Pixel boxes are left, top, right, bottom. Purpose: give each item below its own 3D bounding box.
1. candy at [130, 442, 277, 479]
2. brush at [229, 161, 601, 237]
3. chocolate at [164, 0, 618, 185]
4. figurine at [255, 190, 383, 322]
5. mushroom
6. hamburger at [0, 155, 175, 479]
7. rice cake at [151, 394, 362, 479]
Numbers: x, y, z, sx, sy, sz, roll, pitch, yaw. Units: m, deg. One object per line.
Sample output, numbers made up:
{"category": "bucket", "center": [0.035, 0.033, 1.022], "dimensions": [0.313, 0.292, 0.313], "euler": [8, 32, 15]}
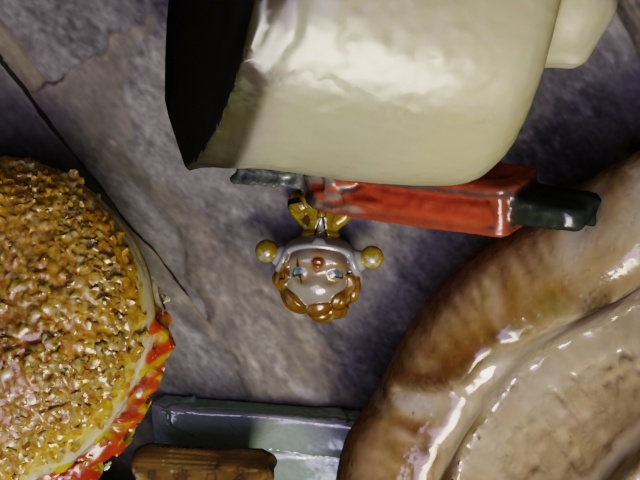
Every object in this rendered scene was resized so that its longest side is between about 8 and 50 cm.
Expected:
{"category": "candy", "center": [-0.077, 0.294, 1.661], "dimensions": [0.143, 0.101, 0.271], "euler": [-1, 122, 13]}
{"category": "brush", "center": [0.065, -0.045, 1.491], "dimensions": [0.323, 0.070, 0.051], "euler": [6, 116, 27]}
{"category": "chocolate", "center": [0.050, -0.190, 1.398], "dimensions": [0.297, 0.326, 0.314], "euler": [8, 112, -19]}
{"category": "figurine", "center": [-0.005, -0.002, 1.591], "dimensions": [0.101, 0.068, 0.143], "euler": [-20, 99, 6]}
{"category": "mushroom", "center": [0.204, 0.094, 1.564], "dimensions": [0.313, 0.224, 0.397], "euler": [17, 97, 34]}
{"category": "hamburger", "center": [-0.264, 0.070, 1.529], "dimensions": [0.294, 0.179, 0.276], "euler": [44, 90, 5]}
{"category": "rice cake", "center": [-0.046, 0.225, 1.700], "dimensions": [0.198, 0.037, 0.189], "euler": [-3, 113, 4]}
